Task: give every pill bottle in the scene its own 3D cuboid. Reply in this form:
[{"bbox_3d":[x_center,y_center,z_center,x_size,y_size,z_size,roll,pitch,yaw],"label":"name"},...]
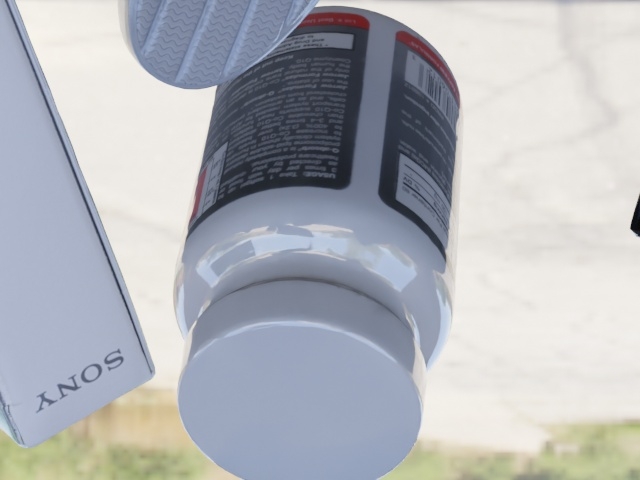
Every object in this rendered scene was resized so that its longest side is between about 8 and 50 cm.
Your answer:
[{"bbox_3d":[0.000,0.000,1.359,0.210,0.363,0.210,4,131,4],"label":"pill bottle"}]

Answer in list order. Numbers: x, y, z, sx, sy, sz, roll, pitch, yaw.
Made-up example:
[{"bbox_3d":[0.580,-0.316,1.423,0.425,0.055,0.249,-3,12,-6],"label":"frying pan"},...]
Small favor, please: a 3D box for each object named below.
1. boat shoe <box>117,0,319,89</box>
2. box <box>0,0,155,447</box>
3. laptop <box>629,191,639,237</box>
[{"bbox_3d":[-0.028,-0.247,0.971,0.121,0.335,0.119,17,-168,-33],"label":"boat shoe"},{"bbox_3d":[-0.182,-0.083,0.639,0.058,0.232,0.322,-28,-152,-20],"label":"box"},{"bbox_3d":[0.223,-0.153,1.010,0.136,0.234,0.264,7,-155,-15],"label":"laptop"}]
